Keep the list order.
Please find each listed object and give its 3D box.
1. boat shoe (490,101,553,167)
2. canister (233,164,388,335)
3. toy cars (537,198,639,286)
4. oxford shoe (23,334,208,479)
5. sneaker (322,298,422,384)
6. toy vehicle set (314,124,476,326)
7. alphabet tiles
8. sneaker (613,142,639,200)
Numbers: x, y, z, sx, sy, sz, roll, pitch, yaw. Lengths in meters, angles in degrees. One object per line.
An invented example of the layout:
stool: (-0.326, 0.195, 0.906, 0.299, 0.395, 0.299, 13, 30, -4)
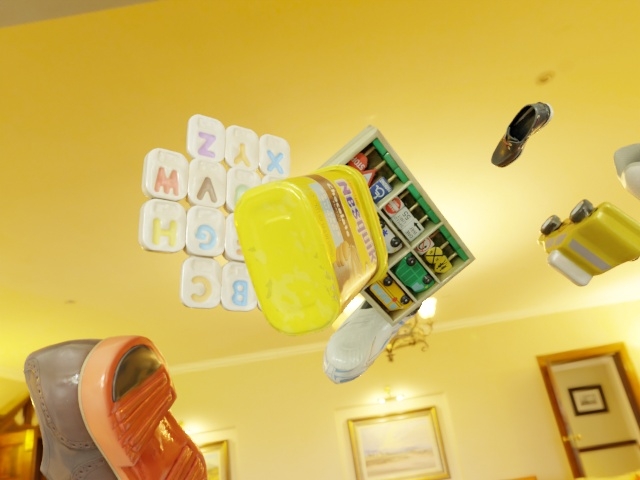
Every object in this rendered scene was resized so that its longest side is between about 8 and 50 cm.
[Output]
boat shoe: (0.318, -0.171, 0.826, 0.042, 0.049, 0.133, -5, -32, -28)
canister: (0.000, 0.000, 0.449, 0.073, 0.126, 0.170, -15, 6, 21)
toy cars: (0.429, 0.044, 0.645, 0.176, 0.087, 0.394, 44, -10, -35)
oxford shoe: (-0.166, 0.197, 0.430, 0.098, 0.271, 0.097, -1, 20, 15)
sneaker: (0.088, 0.146, 0.852, 0.237, 0.085, 0.086, -37, -21, -33)
toy vehicle set: (0.088, -0.011, 0.727, 0.166, 0.035, 0.267, -41, -63, 5)
alphabet tiles: (-0.114, -0.037, 0.731, 0.284, 0.278, 0.021, 10, -17, -35)
sneaker: (0.292, -0.111, 0.269, 0.129, 0.111, 0.297, 23, -55, -1)
